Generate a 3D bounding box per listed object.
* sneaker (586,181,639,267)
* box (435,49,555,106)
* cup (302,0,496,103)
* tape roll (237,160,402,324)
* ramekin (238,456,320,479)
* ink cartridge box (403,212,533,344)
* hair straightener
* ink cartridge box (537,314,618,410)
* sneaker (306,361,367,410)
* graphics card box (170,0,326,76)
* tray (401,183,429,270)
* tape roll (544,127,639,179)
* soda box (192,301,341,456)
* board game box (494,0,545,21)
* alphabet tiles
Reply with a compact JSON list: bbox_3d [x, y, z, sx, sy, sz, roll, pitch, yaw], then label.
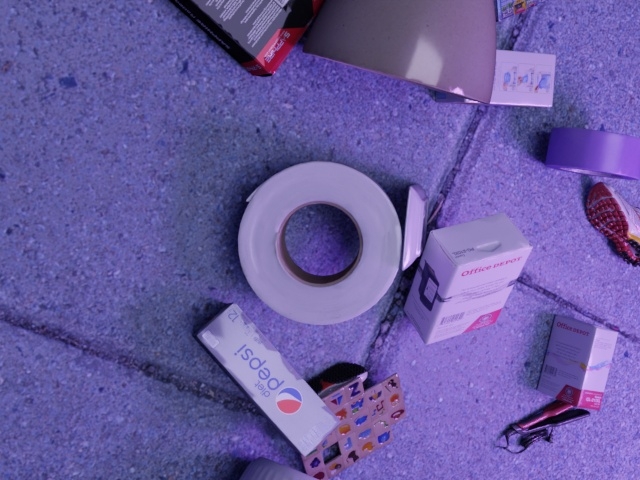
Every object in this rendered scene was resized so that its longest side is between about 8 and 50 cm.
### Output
[{"bbox_3d":[0.664,-0.045,1.873,0.225,0.088,0.093,49,56,-22],"label":"sneaker"},{"bbox_3d":[0.339,-0.315,1.657,0.203,0.114,0.103,-1,99,-24],"label":"box"},{"bbox_3d":[0.159,-0.386,1.427,0.331,0.331,0.237,11,102,-26],"label":"cup"},{"bbox_3d":[0.000,0.000,1.490,0.286,0.100,0.286,0,97,4],"label":"tape roll"},{"bbox_3d":[-0.038,0.487,1.520,0.273,0.273,0.127,31,71,-25],"label":"ramekin"},{"bbox_3d":[0.276,0.073,1.622,0.172,0.100,0.237,-14,142,-23],"label":"ink cartridge box"},{"bbox_3d":[0.497,0.417,1.866,0.230,0.047,0.089,-22,105,-21],"label":"hair straightener"},{"bbox_3d":[0.552,0.260,1.826,0.072,0.127,0.175,13,92,-27],"label":"ink cartridge box"},{"bbox_3d":[0.020,0.296,1.635,0.161,0.057,0.075,-25,125,-22],"label":"sneaker"},{"bbox_3d":[-0.164,-0.479,1.416,0.371,0.094,0.233,39,81,-25],"label":"graphics card box"},{"bbox_3d":[0.176,-0.030,1.553,0.030,0.270,0.145,4,96,9],"label":"tray"},{"bbox_3d":[0.560,-0.176,1.737,0.189,0.189,0.080,8,95,-25],"label":"tape roll"},{"bbox_3d":[-0.098,0.243,1.502,0.091,0.098,0.286,-42,95,-14],"label":"soda box"},{"bbox_3d":[0.384,-0.553,1.676,0.194,0.060,0.194,-26,108,-19],"label":"board game box"},{"bbox_3d":[0.062,0.355,1.648,0.237,0.009,0.198,-27,124,-20],"label":"alphabet tiles"}]
